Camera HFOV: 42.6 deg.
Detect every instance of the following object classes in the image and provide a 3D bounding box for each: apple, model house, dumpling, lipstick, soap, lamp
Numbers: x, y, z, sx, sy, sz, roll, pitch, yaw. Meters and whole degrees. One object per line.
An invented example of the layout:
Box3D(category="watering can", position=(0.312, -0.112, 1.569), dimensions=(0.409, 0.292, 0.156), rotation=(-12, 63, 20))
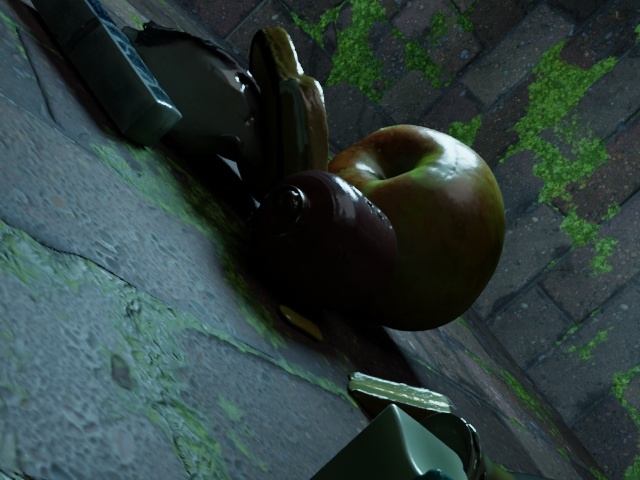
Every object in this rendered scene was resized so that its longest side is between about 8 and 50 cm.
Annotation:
Box3D(category="apple", position=(0.148, -0.017, 1.407), dimensions=(0.339, 0.339, 0.339), rotation=(46, 10, -10))
Box3D(category="model house", position=(0.067, 0.228, 0.639), dimensions=(0.100, 0.127, 0.149), rotation=(42, 8, -28))
Box3D(category="dumpling", position=(-0.186, -0.230, 1.275), dimensions=(0.293, 0.163, 0.204), rotation=(41, 12, -1))
Box3D(category="lipstick", position=(-0.296, -0.251, 1.126), dimensions=(0.290, 0.076, 0.077), rotation=(54, 9, 22))
Box3D(category="soap", position=(-0.024, 0.107, 1.064), dimensions=(0.089, 0.012, 0.034), rotation=(38, 14, -46))
Box3D(category="lamp", position=(0.000, 0.000, 1.145), dimensions=(0.258, 0.180, 0.180), rotation=(34, 16, -51))

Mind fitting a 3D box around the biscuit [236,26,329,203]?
Box3D(category="biscuit", position=(-0.078, -0.193, 1.313), dimensions=(0.057, 0.287, 0.344), rotation=(-6, 16, -23))

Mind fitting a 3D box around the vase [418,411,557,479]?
Box3D(category="vase", position=(0.224, 0.314, 0.896), dimensions=(0.321, 0.173, 0.173), rotation=(39, 12, -24))

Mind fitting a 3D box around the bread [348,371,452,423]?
Box3D(category="bread", position=(0.092, 0.233, 1.070), dimensions=(0.139, 0.084, 0.074), rotation=(15, 14, -4))
